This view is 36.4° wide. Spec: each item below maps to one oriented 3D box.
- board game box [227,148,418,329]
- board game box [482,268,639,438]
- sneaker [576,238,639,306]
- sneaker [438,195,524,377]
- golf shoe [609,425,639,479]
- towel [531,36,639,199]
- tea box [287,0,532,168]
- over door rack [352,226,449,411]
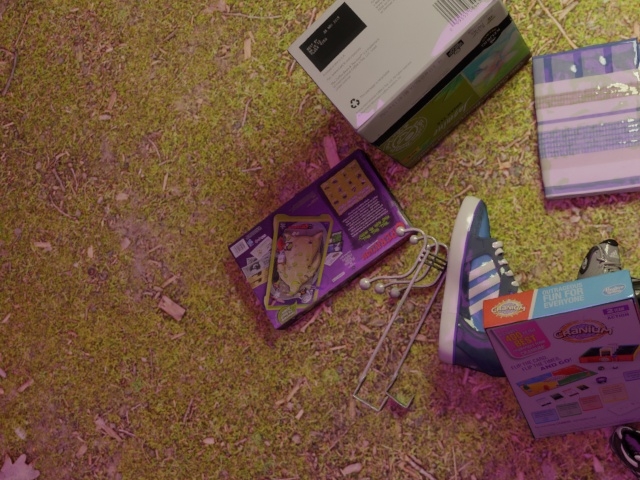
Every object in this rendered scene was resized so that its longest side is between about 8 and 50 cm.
[{"bbox_3d":[0.000,0.000,1.956,0.346,0.056,0.208,-36,68,14],"label":"board game box"},{"bbox_3d":[0.433,0.201,1.632,0.242,0.317,0.064,-14,40,19],"label":"board game box"},{"bbox_3d":[0.508,0.056,1.677,0.086,0.228,0.132,17,77,-20],"label":"sneaker"},{"bbox_3d":[0.350,0.089,1.774,0.236,0.130,0.323,7,83,14],"label":"sneaker"},{"bbox_3d":[0.571,0.392,1.645,0.077,0.094,0.198,-45,64,-7],"label":"golf shoe"},{"bbox_3d":[0.504,-0.220,1.793,0.209,0.034,0.285,-7,80,20],"label":"towel"},{"bbox_3d":[0.172,-0.343,1.780,0.329,0.323,0.220,-43,70,12],"label":"tea box"},{"bbox_3d":[0.137,0.142,1.779,0.108,0.239,0.324,15,88,20],"label":"over door rack"}]
